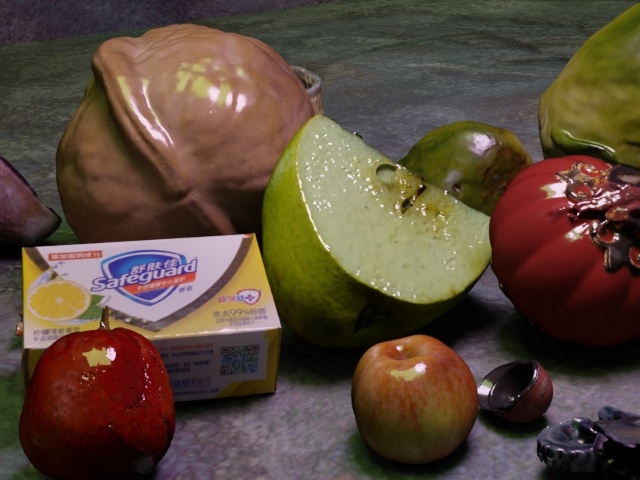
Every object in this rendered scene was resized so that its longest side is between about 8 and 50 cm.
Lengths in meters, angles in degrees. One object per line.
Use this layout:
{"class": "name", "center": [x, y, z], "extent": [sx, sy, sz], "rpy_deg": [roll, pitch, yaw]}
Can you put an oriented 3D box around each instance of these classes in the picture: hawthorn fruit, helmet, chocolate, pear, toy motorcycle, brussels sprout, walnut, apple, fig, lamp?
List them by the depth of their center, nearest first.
{"class": "toy motorcycle", "center": [0.308, 0.193, 0.943], "extent": [0.159, 0.106, 0.270], "rpy_deg": [-9, 12, -21]}
{"class": "hawthorn fruit", "center": [-0.209, 0.147, 1.061], "extent": [0.148, 0.172, 0.148], "rpy_deg": [-2, -5, 0]}
{"class": "apple", "center": [0.091, 0.151, 1.079], "extent": [0.126, 0.102, 0.126], "rpy_deg": [-5, 22, 2]}
{"class": "helmet", "center": [0.200, 0.155, 1.119], "extent": [0.084, 0.049, 0.065], "rpy_deg": [-16, 37, 59]}
{"class": "lamp", "center": [0.297, 0.007, 1.240], "extent": [0.227, 0.227, 0.227], "rpy_deg": [-4, 23, 2]}
{"class": "pear", "center": [0.045, 0.026, 1.290], "extent": [0.292, 0.159, 0.292], "rpy_deg": [19, 42, -18]}
{"class": "walnut", "center": [-0.177, -0.119, 1.494], "extent": [0.381, 0.381, 0.381], "rpy_deg": [-4, 23, 2]}
{"class": "fig", "center": [0.183, -0.075, 1.546], "extent": [0.233, 0.167, 0.167], "rpy_deg": [-16, 12, 38]}
{"class": "chocolate", "center": [-0.515, -0.084, 1.566], "extent": [0.185, 0.303, 0.100], "rpy_deg": [0, 56, 41]}
{"class": "brussels sprout", "center": [0.503, -0.184, 1.593], "extent": [0.371, 0.315, 0.276], "rpy_deg": [2, 0, 28]}

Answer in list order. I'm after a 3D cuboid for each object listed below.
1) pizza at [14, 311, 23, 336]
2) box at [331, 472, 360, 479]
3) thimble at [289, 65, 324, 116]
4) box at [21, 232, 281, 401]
{"class": "pizza", "center": [-0.263, 0.109, 1.300], "extent": [0.188, 0.062, 0.199], "rpy_deg": [-10, 26, -8]}
{"class": "box", "center": [-0.022, 0.283, 0.723], "extent": [0.231, 0.149, 0.155], "rpy_deg": [-21, 28, -35]}
{"class": "thimble", "center": [-0.120, -0.191, 1.872], "extent": [0.271, 0.150, 0.271], "rpy_deg": [-4, 22, 1]}
{"class": "box", "center": [-0.186, 0.086, 1.207], "extent": [0.265, 0.097, 0.168], "rpy_deg": [-2, 40, -12]}
